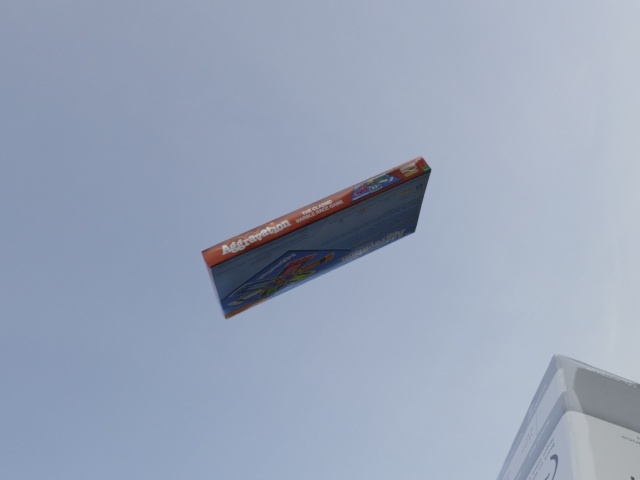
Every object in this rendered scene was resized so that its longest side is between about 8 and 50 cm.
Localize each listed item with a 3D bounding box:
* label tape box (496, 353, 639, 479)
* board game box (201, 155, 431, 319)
[{"bbox_3d":[0.141,0.251,0.342,0.348,0.115,0.249,-35,-35,-67],"label":"label tape box"},{"bbox_3d":[0.000,0.000,0.759,0.281,0.027,0.145,-24,-28,-14],"label":"board game box"}]
